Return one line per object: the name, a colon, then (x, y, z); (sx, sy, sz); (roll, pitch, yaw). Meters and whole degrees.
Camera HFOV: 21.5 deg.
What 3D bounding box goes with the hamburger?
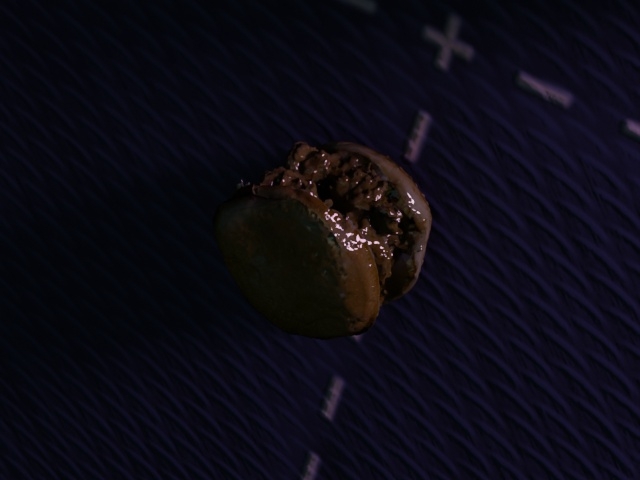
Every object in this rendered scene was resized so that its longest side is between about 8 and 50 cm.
hamburger: (0.000, 0.000, 1.374); (0.185, 0.131, 0.159); (-1, 118, 37)
